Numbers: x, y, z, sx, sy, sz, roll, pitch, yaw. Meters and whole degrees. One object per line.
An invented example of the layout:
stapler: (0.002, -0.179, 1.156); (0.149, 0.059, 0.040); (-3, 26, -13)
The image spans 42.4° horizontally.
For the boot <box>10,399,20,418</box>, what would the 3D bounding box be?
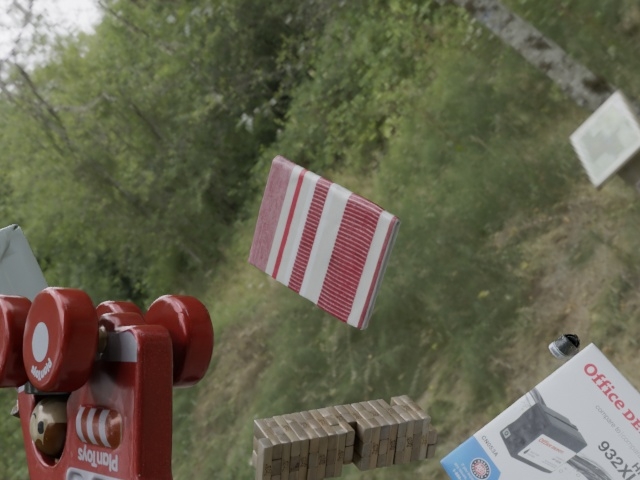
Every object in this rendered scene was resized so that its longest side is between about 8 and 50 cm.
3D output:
boot: (-0.593, 0.367, 1.774); (0.106, 0.114, 0.037); (-38, 29, 12)

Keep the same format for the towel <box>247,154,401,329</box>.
towel: (0.000, 0.000, 1.593); (0.037, 0.329, 0.237); (-6, -62, -48)

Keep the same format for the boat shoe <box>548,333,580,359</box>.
boat shoe: (0.473, 0.198, 1.568); (0.040, 0.049, 0.142); (-47, -20, 20)

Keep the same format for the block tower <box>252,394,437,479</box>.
block tower: (0.038, 0.352, 1.459); (0.335, 0.091, 0.097); (-4, 19, -25)

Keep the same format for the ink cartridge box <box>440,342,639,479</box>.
ink cartridge box: (0.380, 0.345, 1.267); (0.307, 0.223, 0.129); (-39, -36, 4)

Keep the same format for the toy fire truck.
toy fire truck: (-0.246, 0.184, 0.867); (0.169, 0.254, 0.302); (8, -12, -42)

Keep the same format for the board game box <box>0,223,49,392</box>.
board game box: (-0.419, 0.139, 1.211); (0.097, 0.224, 0.303); (-24, -16, -18)
